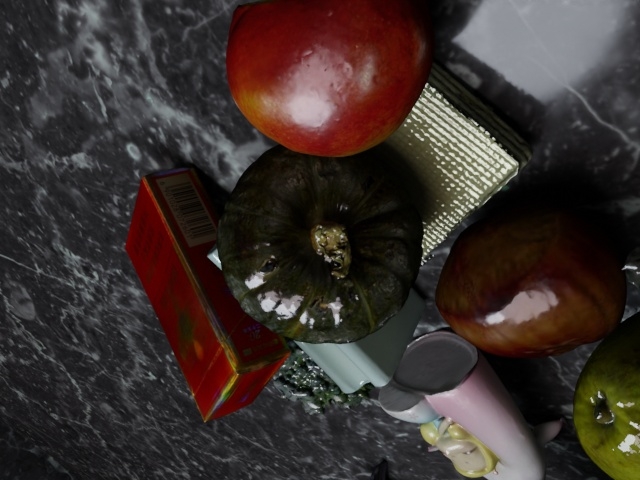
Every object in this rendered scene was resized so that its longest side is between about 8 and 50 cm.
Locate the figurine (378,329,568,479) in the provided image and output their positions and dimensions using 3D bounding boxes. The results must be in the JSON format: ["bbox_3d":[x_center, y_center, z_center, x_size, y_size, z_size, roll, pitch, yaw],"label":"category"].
[{"bbox_3d":[0.213,0.292,0.996,0.284,0.206,0.315,-29,104,42],"label":"figurine"}]

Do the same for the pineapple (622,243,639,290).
[{"bbox_3d":[0.340,-0.051,0.510,0.223,0.223,0.357,28,141,8],"label":"pineapple"}]

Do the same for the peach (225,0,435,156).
[{"bbox_3d":[0.008,-0.176,0.633,0.190,0.190,0.192,28,133,8],"label":"peach"}]

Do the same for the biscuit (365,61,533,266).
[{"bbox_3d":[0.109,-0.070,0.781,0.150,0.052,0.252,39,141,2],"label":"biscuit"}]

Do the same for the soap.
[{"bbox_3d":[0.004,0.050,0.892,0.265,0.159,0.088,47,139,-15],"label":"soap"}]

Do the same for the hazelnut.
[{"bbox_3d":[0.218,0.047,0.719,0.178,0.178,0.204,43,145,-11],"label":"hazelnut"}]

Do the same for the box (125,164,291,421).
[{"bbox_3d":[-0.172,0.077,0.988,0.313,0.089,0.197,61,145,20],"label":"box"}]

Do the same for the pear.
[{"bbox_3d":[0.370,0.162,0.686,0.269,0.212,0.212,-1,153,-30],"label":"pear"}]

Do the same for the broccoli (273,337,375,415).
[{"bbox_3d":[-0.030,0.172,1.067,0.199,0.177,0.275,37,155,-12],"label":"broccoli"}]

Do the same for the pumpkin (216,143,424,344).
[{"bbox_3d":[0.000,0.000,0.728,0.224,0.223,0.157,36,169,-2],"label":"pumpkin"}]

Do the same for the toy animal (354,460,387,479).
[{"bbox_3d":[0.159,0.558,1.344,0.185,0.122,0.298,-22,115,46],"label":"toy animal"}]
